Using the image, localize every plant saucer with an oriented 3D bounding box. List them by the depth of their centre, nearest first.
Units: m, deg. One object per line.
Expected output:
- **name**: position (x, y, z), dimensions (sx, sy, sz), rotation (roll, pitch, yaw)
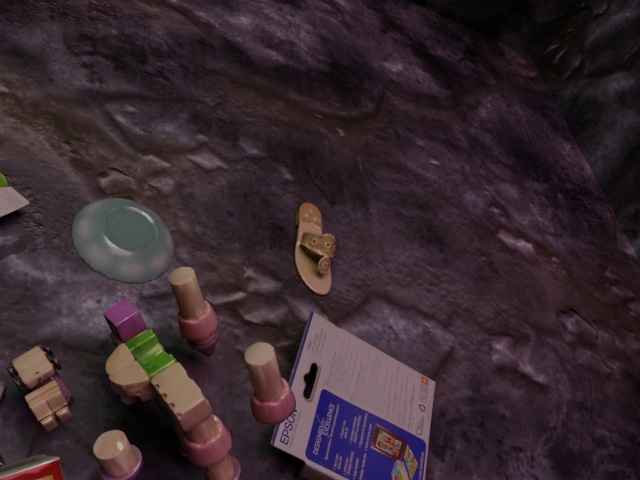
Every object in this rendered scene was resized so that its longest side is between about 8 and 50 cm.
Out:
- **plant saucer**: position (-0.356, -0.013, 1.237), dimensions (0.195, 0.037, 0.195), rotation (20, 45, -21)

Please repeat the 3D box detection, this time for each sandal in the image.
- **sandal**: position (-0.006, -0.001, 1.462), dimensions (0.088, 0.079, 0.240), rotation (14, 48, -28)

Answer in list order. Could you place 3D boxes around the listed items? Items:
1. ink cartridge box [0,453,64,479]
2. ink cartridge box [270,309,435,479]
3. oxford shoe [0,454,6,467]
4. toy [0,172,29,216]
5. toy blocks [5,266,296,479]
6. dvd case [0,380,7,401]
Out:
- **ink cartridge box**: position (-0.380, 0.414, 0.678), dimensions (0.272, 0.130, 0.309), rotation (-12, 82, -32)
- **ink cartridge box**: position (0.065, 0.325, 1.245), dimensions (0.307, 0.072, 0.304), rotation (29, 43, -10)
- **oxford shoe**: position (-0.405, 0.362, 0.834), dimensions (0.082, 0.096, 0.227), rotation (-17, 78, -13)
- **toy**: position (-0.606, -0.050, 1.064), dimensions (0.137, 0.056, 0.237), rotation (40, 36, 4)
- **toy blocks**: position (-0.229, 0.255, 0.996), dimensions (0.309, 0.260, 0.288), rotation (-31, 45, -24)
- **dvd case**: position (-0.539, 0.264, 0.860), dimensions (0.179, 0.029, 0.239), rotation (24, 43, -19)
